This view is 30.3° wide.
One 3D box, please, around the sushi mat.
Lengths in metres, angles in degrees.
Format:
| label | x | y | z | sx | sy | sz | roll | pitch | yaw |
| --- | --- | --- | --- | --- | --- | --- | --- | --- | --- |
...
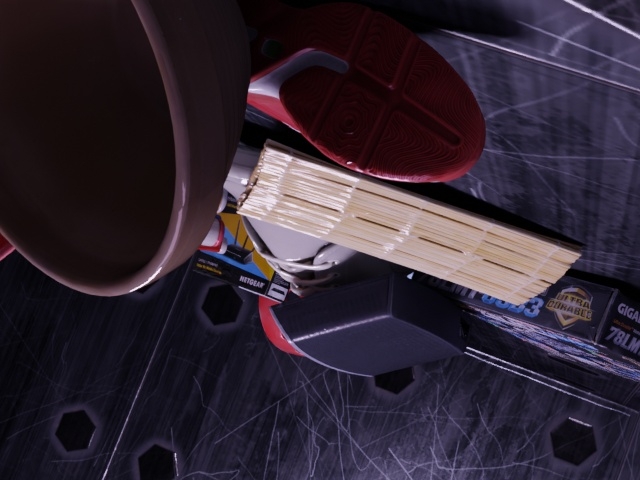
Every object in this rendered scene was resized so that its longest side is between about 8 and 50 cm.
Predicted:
| label | x | y | z | sx | sy | sz | roll | pitch | yaw |
| --- | --- | --- | --- | --- | --- | --- | --- | --- | --- |
| sushi mat | 0.081 | -0.011 | 1.135 | 0.316 | 0.019 | 0.151 | 18 | 153 | -10 |

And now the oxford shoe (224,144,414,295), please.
| label | x | y | z | sx | sy | sz | roll | pitch | yaw |
| --- | --- | --- | --- | --- | --- | --- | --- | --- | --- |
| oxford shoe | 0.000 | 0.000 | 1.335 | 0.169 | 0.130 | 0.449 | 21 | 173 | 26 |

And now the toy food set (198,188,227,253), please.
| label | x | y | z | sx | sy | sz | roll | pitch | yaw |
| --- | --- | --- | --- | --- | --- | --- | --- | --- | --- |
| toy food set | -0.162 | -0.041 | 1.668 | 0.104 | 0.111 | 0.232 | 11 | 179 | -26 |

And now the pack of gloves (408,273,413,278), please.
| label | x | y | z | sx | sy | sz | roll | pitch | yaw |
| --- | --- | --- | --- | --- | --- | --- | --- | --- | --- |
| pack of gloves | 0.191 | 0.076 | 1.759 | 0.195 | 0.046 | 0.232 | 21 | 174 | 1 |

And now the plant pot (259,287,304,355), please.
| label | x | y | z | sx | sy | sz | roll | pitch | yaw |
| --- | --- | --- | --- | --- | --- | --- | --- | --- | --- |
| plant pot | 0.023 | 0.101 | 1.895 | 0.174 | 0.191 | 0.191 | 9 | 167 | 47 |

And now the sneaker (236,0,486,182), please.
| label | x | y | z | sx | sy | sz | roll | pitch | yaw |
| --- | --- | --- | --- | --- | --- | --- | --- | --- | --- |
| sneaker | 0.023 | -0.090 | 0.710 | 0.221 | 0.087 | 0.128 | 32 | -171 | 30 |

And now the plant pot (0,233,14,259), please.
| label | x | y | z | sx | sy | sz | roll | pitch | yaw |
| --- | --- | --- | --- | --- | --- | --- | --- | --- | --- |
| plant pot | -0.392 | -0.122 | 1.057 | 0.275 | 0.275 | 0.243 | 26 | -177 | -41 |

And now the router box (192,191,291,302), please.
| label | x | y | z | sx | sy | sz | roll | pitch | yaw |
| --- | --- | --- | --- | --- | --- | --- | --- | --- | --- |
| router box | -0.098 | 0.006 | 1.724 | 0.046 | 0.133 | 0.179 | 26 | 173 | -42 |

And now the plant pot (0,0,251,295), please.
| label | x | y | z | sx | sy | sz | roll | pitch | yaw |
| --- | --- | --- | --- | --- | --- | --- | --- | --- | --- |
| plant pot | -0.115 | -0.097 | 0.650 | 0.237 | 0.237 | 0.109 | 17 | -147 | 40 |

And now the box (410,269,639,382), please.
| label | x | y | z | sx | sy | sz | roll | pitch | yaw |
| --- | --- | --- | --- | --- | --- | --- | --- | --- | --- |
| box | 0.304 | 0.099 | 1.403 | 0.293 | 0.073 | 0.295 | 27 | 173 | -38 |

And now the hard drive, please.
| label | x | y | z | sx | sy | sz | roll | pitch | yaw |
| --- | --- | --- | --- | --- | --- | --- | --- | --- | --- |
| hard drive | 0.068 | 0.105 | 1.379 | 0.172 | 0.054 | 0.254 | -16 | 158 | 22 |
